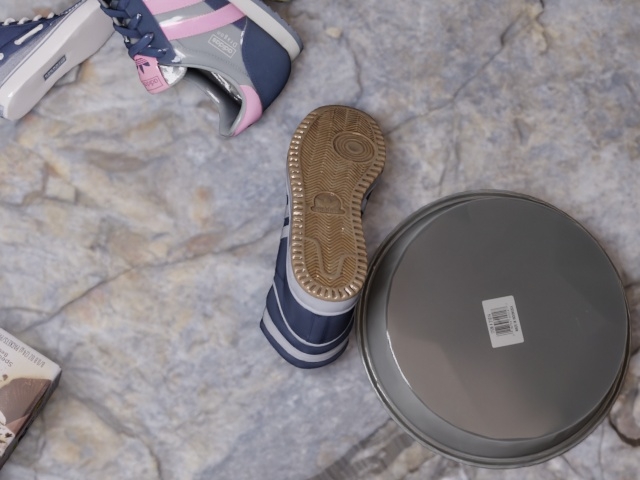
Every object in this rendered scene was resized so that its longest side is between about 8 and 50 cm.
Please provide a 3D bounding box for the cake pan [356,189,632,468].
[{"bbox_3d":[0.184,0.085,2.018,0.293,0.054,0.293,2,78,-8],"label":"cake pan"}]

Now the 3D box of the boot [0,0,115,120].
[{"bbox_3d":[-0.286,-0.209,2.006,0.086,0.069,0.190,35,62,19],"label":"boot"}]

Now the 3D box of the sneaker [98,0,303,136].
[{"bbox_3d":[-0.166,-0.223,1.962,0.319,0.112,0.131,32,75,-22],"label":"sneaker"}]

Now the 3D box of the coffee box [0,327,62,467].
[{"bbox_3d":[-0.396,0.206,1.865,0.168,0.119,0.297,33,75,-1],"label":"coffee box"}]

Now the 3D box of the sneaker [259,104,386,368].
[{"bbox_3d":[0.000,0.000,1.996,0.099,0.153,0.282,11,46,-4],"label":"sneaker"}]
